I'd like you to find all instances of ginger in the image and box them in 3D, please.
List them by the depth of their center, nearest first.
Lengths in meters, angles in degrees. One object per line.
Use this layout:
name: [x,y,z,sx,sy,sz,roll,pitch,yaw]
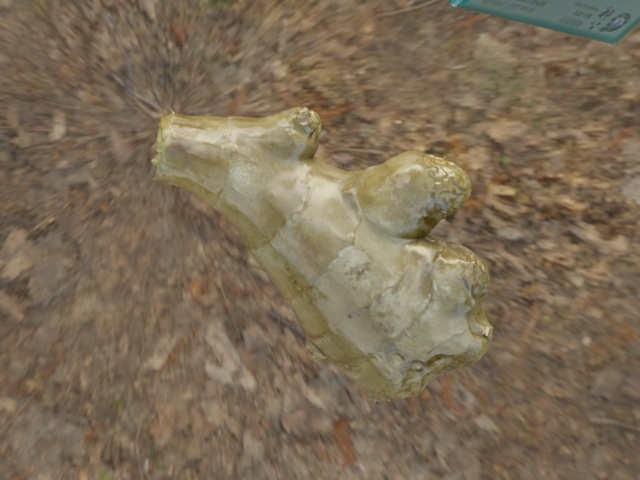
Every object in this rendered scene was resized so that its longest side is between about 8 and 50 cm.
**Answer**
ginger: [0.016,-0.011,1.588,0.375,0.166,0.236,44,132,-18]

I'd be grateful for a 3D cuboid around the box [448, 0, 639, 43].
box: [0.202,-0.248,1.286,0.153,0.245,0.092,-44,63,30]
